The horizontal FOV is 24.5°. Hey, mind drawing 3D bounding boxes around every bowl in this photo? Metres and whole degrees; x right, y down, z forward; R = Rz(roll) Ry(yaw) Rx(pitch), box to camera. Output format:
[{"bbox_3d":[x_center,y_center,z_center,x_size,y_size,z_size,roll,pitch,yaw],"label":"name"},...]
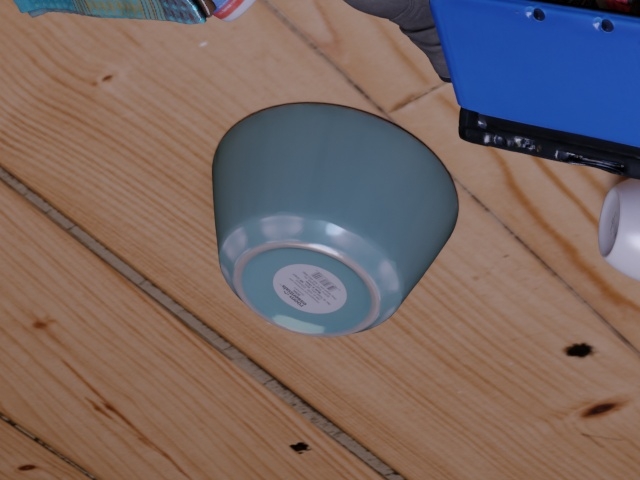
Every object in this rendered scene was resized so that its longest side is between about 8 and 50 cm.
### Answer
[{"bbox_3d":[0.000,0.000,1.769,0.312,0.163,0.311,9,140,8],"label":"bowl"}]

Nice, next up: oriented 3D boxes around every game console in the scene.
[{"bbox_3d":[0.282,-0.157,1.396,0.293,0.250,0.173,17,115,32],"label":"game console"}]

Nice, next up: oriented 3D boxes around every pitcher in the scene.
[{"bbox_3d":[0.427,-0.030,1.637,0.207,0.125,0.177,7,121,-5],"label":"pitcher"}]

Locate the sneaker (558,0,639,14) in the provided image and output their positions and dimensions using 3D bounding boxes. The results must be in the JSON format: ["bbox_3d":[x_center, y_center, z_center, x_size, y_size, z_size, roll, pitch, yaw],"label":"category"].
[{"bbox_3d":[0.219,-0.300,1.232,0.112,0.121,0.299,19,147,29],"label":"sneaker"}]

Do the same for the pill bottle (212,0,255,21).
[{"bbox_3d":[-0.148,-0.324,1.457,0.221,0.124,0.124,33,138,-19],"label":"pill bottle"}]

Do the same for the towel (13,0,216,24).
[{"bbox_3d":[-0.284,-0.316,1.449,0.370,0.040,0.271,15,153,51],"label":"towel"}]

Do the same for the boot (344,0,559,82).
[{"bbox_3d":[0.168,-0.292,1.422,0.223,0.118,0.338,29,147,-26],"label":"boot"}]
